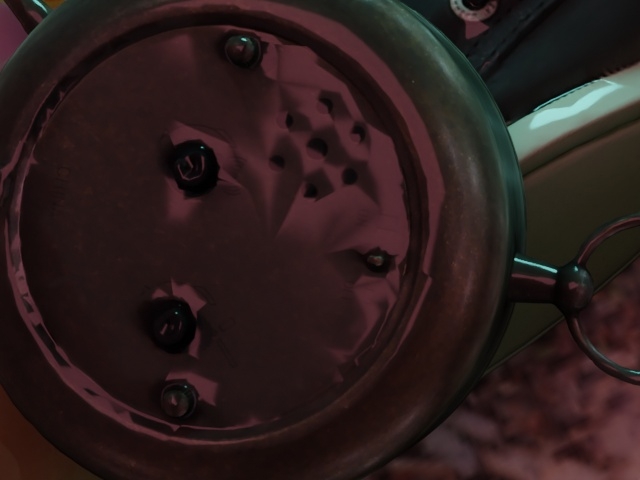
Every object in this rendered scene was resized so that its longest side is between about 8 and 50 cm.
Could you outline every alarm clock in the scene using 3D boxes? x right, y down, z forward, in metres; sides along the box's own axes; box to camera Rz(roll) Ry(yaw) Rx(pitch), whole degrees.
[{"bbox_3d":[0.000,0.000,0.450,0.192,0.064,0.129,9,92,8],"label":"alarm clock"}]

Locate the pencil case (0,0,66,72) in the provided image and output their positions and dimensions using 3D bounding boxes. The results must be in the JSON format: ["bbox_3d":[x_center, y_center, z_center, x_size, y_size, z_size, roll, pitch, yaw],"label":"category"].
[{"bbox_3d":[-0.045,-0.115,0.560,0.124,0.124,0.284,41,70,17],"label":"pencil case"}]

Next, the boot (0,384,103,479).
[{"bbox_3d":[-0.147,0.106,0.570,0.236,0.089,0.269,-40,72,-13],"label":"boot"}]

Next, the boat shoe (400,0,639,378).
[{"bbox_3d":[0.070,-0.066,0.554,0.340,0.127,0.113,-40,67,1],"label":"boat shoe"}]
